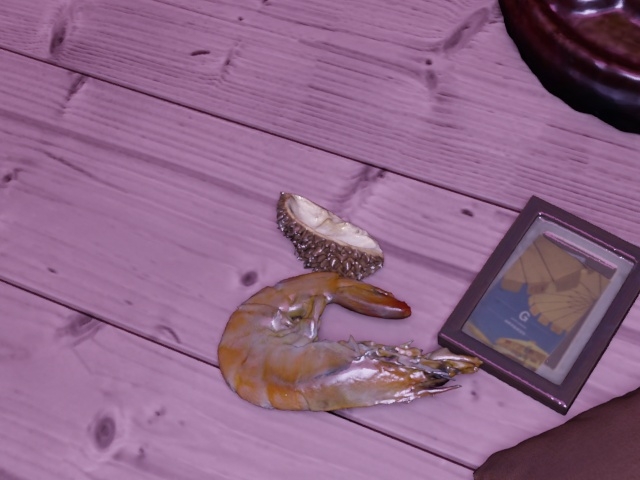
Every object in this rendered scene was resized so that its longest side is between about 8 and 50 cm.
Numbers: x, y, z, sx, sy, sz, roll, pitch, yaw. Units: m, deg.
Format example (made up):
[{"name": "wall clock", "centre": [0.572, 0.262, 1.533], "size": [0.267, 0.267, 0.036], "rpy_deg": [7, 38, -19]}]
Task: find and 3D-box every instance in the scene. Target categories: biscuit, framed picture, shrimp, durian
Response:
[{"name": "biscuit", "centre": [0.380, -0.281, 1.039], "size": [0.407, 0.091, 0.408], "rpy_deg": [-4, 60, 6]}, {"name": "framed picture", "centre": [0.201, 0.053, 0.906], "size": [0.128, 0.023, 0.168], "rpy_deg": [29, 68, 22]}, {"name": "shrimp", "centre": [0.023, 0.088, 0.894], "size": [0.236, 0.053, 0.133], "rpy_deg": [-1, 51, 16]}, {"name": "durian", "centre": [0.001, -0.007, 0.952], "size": [0.130, 0.052, 0.066], "rpy_deg": [34, 67, 24]}]

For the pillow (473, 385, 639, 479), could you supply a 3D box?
[{"name": "pillow", "centre": [0.304, 0.190, 0.718], "size": [0.307, 0.108, 0.305], "rpy_deg": [-23, 27, -7]}]
